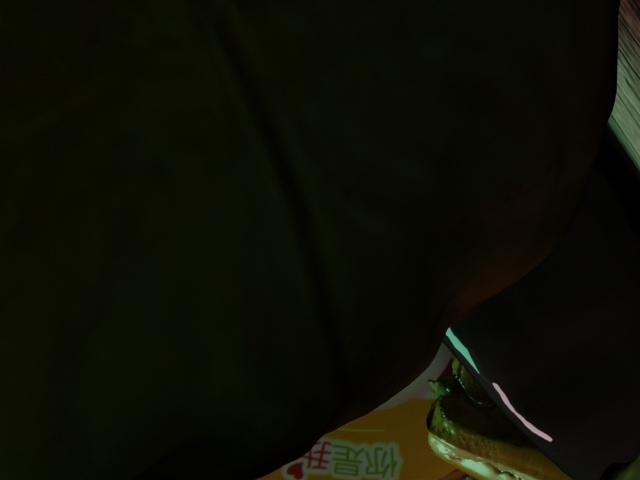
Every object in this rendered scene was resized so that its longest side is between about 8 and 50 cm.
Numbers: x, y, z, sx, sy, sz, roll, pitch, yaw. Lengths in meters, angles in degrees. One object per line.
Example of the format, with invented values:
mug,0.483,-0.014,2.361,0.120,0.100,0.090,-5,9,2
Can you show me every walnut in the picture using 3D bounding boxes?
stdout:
walnut,-0.087,-0.066,0.551,0.308,0.354,0.398,56,163,-13

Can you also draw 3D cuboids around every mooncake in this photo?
mooncake,0.138,0.024,0.990,0.283,0.141,0.283,50,-174,-7

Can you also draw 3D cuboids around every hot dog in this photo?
hot dog,0.191,0.144,1.120,0.269,0.109,0.072,20,166,26

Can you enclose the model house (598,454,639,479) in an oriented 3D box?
model house,0.172,0.214,0.536,0.184,0.253,0.291,38,171,-12

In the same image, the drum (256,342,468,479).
drum,0.000,0.000,1.303,0.431,0.431,0.214,60,-174,-1
